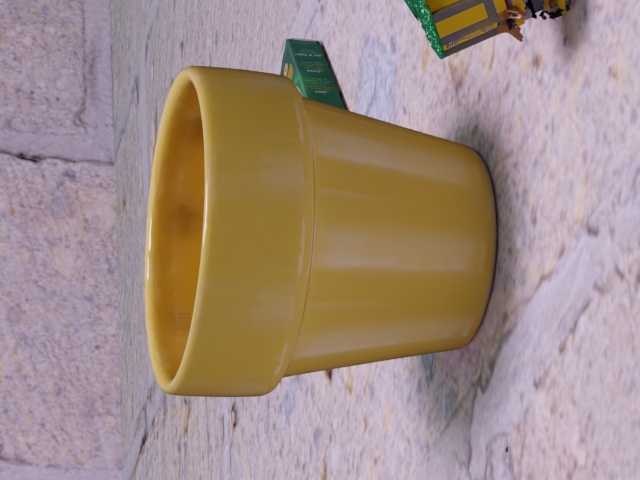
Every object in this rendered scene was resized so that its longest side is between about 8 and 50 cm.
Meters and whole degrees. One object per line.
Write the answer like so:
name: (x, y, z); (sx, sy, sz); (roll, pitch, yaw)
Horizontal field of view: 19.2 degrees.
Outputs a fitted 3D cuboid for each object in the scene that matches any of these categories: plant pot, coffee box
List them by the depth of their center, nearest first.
plant pot: (0.000, 0.000, 1.473); (0.254, 0.239, 0.254); (-176, 90, -76)
coffee box: (-0.012, -0.117, 1.943); (0.184, 0.040, 0.113); (-108, 26, -57)

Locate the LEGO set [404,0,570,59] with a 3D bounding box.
LEGO set: (0.111, -0.295, 1.360); (0.331, 0.192, 0.255); (-117, 4, -69)
